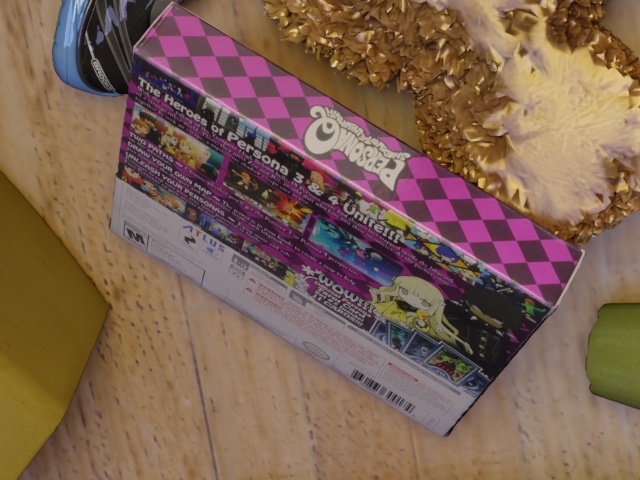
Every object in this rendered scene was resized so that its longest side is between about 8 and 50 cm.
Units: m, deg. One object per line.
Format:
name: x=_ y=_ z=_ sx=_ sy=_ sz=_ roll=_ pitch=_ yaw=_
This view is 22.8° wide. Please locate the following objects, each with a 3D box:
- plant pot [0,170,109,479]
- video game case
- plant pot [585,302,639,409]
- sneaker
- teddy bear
plant pot: x=-0.244 y=0.066 z=0.896 sx=0.187 sy=0.212 sz=0.212 roll=35 pitch=110 yaw=-11
video game case: x=0.000 y=0.000 z=0.826 sx=0.232 sy=0.042 sz=0.210 roll=31 pitch=155 yaw=4
plant pot: x=0.187 y=0.064 z=0.852 sx=0.079 sy=0.083 sz=0.083 roll=7 pitch=107 yaw=24
sneaker: x=-0.092 y=-0.167 z=0.867 sx=0.078 sy=0.067 sz=0.188 roll=14 pitch=109 yaw=-9
teddy bear: x=0.077 y=-0.159 z=0.811 sx=0.245 sy=0.113 sz=0.338 roll=-41 pitch=85 yaw=13
